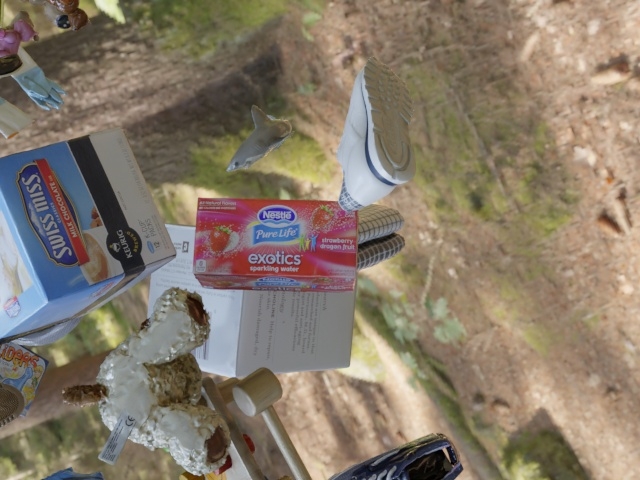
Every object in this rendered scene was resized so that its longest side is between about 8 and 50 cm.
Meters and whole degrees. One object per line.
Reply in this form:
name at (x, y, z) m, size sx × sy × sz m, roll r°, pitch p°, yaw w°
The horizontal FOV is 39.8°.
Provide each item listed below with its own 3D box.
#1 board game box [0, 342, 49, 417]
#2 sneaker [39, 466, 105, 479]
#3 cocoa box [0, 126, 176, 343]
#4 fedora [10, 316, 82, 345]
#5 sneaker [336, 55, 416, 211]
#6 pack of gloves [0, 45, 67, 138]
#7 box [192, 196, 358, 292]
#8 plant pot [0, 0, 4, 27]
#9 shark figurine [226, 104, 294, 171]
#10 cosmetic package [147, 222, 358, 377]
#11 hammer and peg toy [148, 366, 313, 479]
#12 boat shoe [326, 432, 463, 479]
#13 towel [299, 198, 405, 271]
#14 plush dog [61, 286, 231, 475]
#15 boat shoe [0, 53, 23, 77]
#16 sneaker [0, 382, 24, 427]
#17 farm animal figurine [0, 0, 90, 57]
board game box at (-0.682, 0.286, 1.910) m, size 0.201 × 0.035 × 0.136 m, roll 53°, pitch -131°, yaw -56°
sneaker at (-0.522, 0.486, 1.713) m, size 0.082 × 0.209 × 0.069 m, roll -101°, pitch 12°, yaw -46°
cocoa box at (-0.436, 0.006, 1.427) m, size 0.347 × 0.228 × 0.232 m, roll -28°, pitch 84°, yaw 51°
fedora at (-0.564, 0.086, 1.772) m, size 0.275 × 0.244 × 0.124 m, roll 23°, pitch 178°, yaw 16°
sneaker at (0.060, -0.141, 1.122) m, size 0.095 × 0.090 × 0.235 m, roll -41°, pitch 28°, yaw 38°
pack of gloves at (-0.741, -0.354, 2.134) m, size 0.232 × 0.195 × 0.046 m, roll 43°, pitch 149°, yaw 15°
box at (-0.069, 0.009, 1.414) m, size 0.123 × 0.256 × 0.128 m, roll 90°, pitch -178°, yaw -75°
plant pot at (-0.462, -0.325, 1.172) m, size 0.083 × 0.081 × 0.082 m, roll -160°, pitch 75°, yaw -66°
shark figurine at (-0.124, -0.269, 2.076) m, size 0.116 × 0.166 × 0.278 m, roll 53°, pitch -151°, yaw -7°
cosmetic package at (-0.158, 0.134, 2.114) m, size 0.329 × 0.393 × 0.328 m, roll 4°, pitch 90°, yaw 40°
hammer and peg toy at (-0.150, 0.359, 1.440) m, size 0.266 × 0.127 × 0.361 m, roll 61°, pitch 147°, yaw 10°
boat shoe at (0.118, 0.471, 1.693) m, size 0.127 × 0.340 × 0.158 m, roll 58°, pitch 173°, yaw 10°
towel at (0.000, 0.000, 1.811) m, size 0.283 × 0.235 × 0.121 m, roll 6°, pitch 106°, yaw 36°
plush dog at (-0.241, 0.217, 1.289) m, size 0.225 × 0.210 × 0.263 m, roll 79°, pitch 179°, yaw -79°
boat shoe at (-0.547, -0.287, 1.457) m, size 0.048 × 0.133 × 0.042 m, roll 15°, pitch 121°, yaw 31°
sneaker at (-0.712, 0.345, 1.691) m, size 0.099 × 0.282 × 0.153 m, roll 71°, pitch 157°, yaw 11°
farm animal figurine at (-0.573, -0.481, 1.757) m, size 0.172 × 0.330 × 0.327 m, roll 18°, pitch -125°, yaw -59°
